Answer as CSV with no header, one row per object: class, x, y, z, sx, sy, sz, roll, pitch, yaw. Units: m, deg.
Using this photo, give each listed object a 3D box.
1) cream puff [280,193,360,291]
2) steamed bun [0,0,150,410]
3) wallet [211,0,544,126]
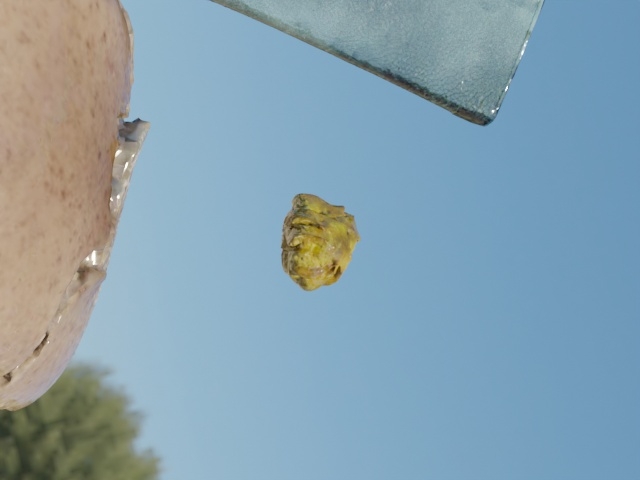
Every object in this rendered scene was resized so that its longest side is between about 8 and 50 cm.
cream puff,0.000,0.000,1.565,0.083,0.058,0.083,-8,92,-63
steamed bun,-0.182,-0.032,0.898,0.301,0.199,0.252,101,-12,-80
wallet,0.063,-0.272,1.957,0.191,0.379,0.046,-66,-156,2
